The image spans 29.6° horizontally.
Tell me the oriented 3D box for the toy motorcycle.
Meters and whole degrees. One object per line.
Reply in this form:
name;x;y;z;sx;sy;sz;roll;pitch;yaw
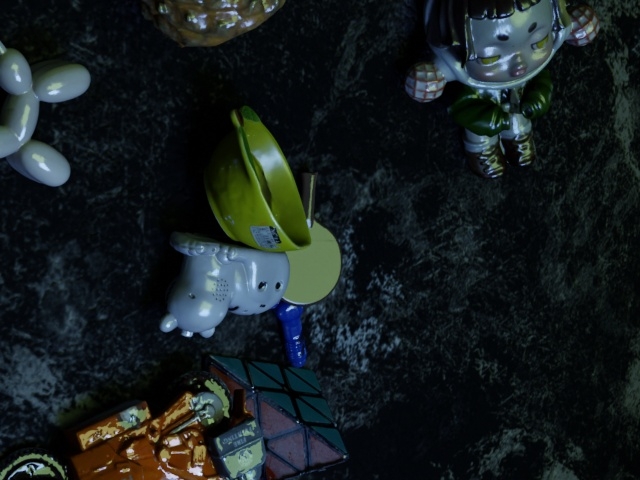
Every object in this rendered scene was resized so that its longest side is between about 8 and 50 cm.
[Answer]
toy motorcycle;-0.199;0.290;1.360;0.326;0.148;0.221;-23;98;-33

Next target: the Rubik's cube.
Rubik's cube;-0.063;0.230;1.569;0.190;0.211;0.178;-54;173;31

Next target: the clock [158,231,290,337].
clock;-0.112;0.057;1.412;0.176;0.080;0.117;6;102;-50

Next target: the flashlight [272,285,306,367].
flashlight;-0.038;0.110;1.556;0.057;0.035;0.121;-20;126;-15

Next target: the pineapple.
pineapple;-0.157;-0.350;1.151;0.169;0.169;0.340;-47;127;-26

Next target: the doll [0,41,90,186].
doll;-0.302;-0.107;1.146;0.160;0.059;0.161;8;99;-50

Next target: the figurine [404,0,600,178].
figurine;0.236;-0.248;1.636;0.281;0.167;0.370;-21;135;-8

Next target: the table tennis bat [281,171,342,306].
table tennis bat;0.000;0.000;1.469;0.107;0.119;0.170;3;91;-24

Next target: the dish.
dish;-0.083;-0.057;1.373;0.149;0.080;0.207;-92;158;-52
